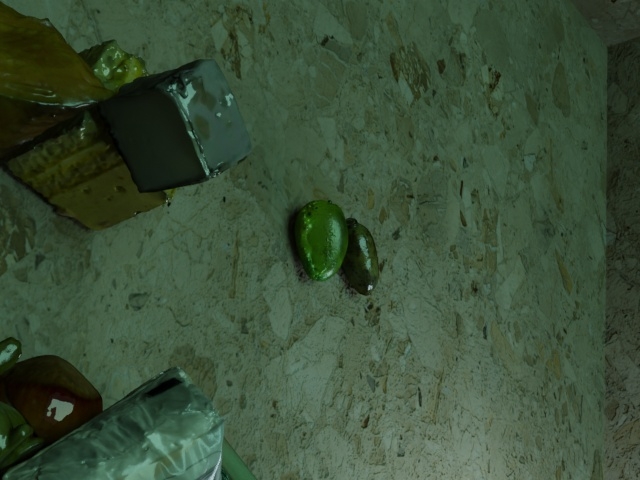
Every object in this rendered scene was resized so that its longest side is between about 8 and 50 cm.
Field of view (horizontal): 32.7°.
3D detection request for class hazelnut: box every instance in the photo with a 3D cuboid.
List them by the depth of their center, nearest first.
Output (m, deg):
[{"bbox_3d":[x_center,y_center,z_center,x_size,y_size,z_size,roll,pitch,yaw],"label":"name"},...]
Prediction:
[{"bbox_3d":[-0.426,0.263,1.639,0.182,0.182,0.182,23,60,-47],"label":"hazelnut"}]

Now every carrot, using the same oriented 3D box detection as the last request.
[{"bbox_3d":[-0.505,-0.235,1.606,0.241,0.341,0.241,49,26,-35],"label":"carrot"}]

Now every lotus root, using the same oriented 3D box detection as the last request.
[{"bbox_3d":[0.087,0.036,2.441,0.081,0.089,0.179,-18,98,-22],"label":"lotus root"}]

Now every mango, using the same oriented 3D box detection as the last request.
[{"bbox_3d":[0.000,0.000,2.337,0.119,0.100,0.178,5,79,-14],"label":"mango"}]

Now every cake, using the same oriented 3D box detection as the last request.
[{"bbox_3d":[-0.339,-0.157,1.842,0.286,0.227,0.222,43,46,-35],"label":"cake"}]

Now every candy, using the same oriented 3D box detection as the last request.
[{"bbox_3d":[-0.223,-0.178,1.659,0.137,0.195,0.184,-43,117,-45],"label":"candy"}]

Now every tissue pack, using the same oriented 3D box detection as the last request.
[{"bbox_3d":[-0.293,0.413,1.597,0.390,0.195,0.375,-26,135,-41],"label":"tissue pack"}]

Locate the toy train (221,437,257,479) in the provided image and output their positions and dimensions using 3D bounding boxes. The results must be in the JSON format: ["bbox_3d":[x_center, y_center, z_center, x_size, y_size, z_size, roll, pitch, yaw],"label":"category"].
[{"bbox_3d":[-0.156,0.453,1.901,0.285,0.116,0.177,55,24,-20],"label":"toy train"}]

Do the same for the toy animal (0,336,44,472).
[{"bbox_3d":[-0.510,0.163,1.469,0.181,0.180,0.363,107,-41,-82],"label":"toy animal"}]
